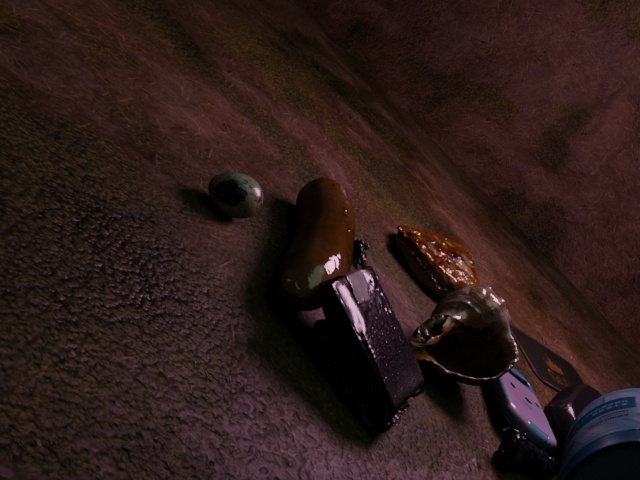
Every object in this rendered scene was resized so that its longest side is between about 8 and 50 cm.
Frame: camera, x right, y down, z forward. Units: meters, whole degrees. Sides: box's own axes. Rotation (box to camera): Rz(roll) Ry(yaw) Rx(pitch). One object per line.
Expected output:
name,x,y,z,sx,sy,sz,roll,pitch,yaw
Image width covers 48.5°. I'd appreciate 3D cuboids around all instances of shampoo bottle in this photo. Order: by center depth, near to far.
shampoo bottle,0.635,0.487,1.378,0.331,0.331,0.343,49,20,11

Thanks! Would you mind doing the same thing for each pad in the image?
pad,0.737,0.394,2.114,0.376,0.063,0.314,31,25,-31

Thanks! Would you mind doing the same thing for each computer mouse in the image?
computer mouse,0.634,0.455,1.735,0.183,0.116,0.323,51,26,20

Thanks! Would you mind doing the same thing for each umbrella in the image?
umbrella,0.427,0.441,1.462,0.224,0.080,0.071,32,-12,-39

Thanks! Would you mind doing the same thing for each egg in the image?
egg,-0.158,-0.086,1.329,0.110,0.085,0.085,30,26,-34

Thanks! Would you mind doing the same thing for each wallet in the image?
wallet,0.095,0.176,1.233,0.221,0.072,0.262,-13,80,-64

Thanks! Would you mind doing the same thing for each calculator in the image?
calculator,0.449,0.367,1.634,0.173,0.051,0.293,38,18,-16

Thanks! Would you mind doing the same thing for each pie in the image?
pie,0.320,0.061,1.933,0.308,0.085,0.308,33,26,-18

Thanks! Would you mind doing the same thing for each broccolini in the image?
broccolini,0.098,0.072,1.592,0.044,0.042,0.218,34,29,-29

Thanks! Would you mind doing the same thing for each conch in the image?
conch,0.304,0.218,1.533,0.292,0.159,0.210,-21,71,-26

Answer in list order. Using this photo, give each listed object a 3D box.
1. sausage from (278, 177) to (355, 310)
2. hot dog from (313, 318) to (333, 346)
sausage,0.002,0.002,1.409,0.136,0.123,0.500,35,23,-12
hot dog,0.036,0.164,1.282,0.133,0.041,0.056,17,35,-51
